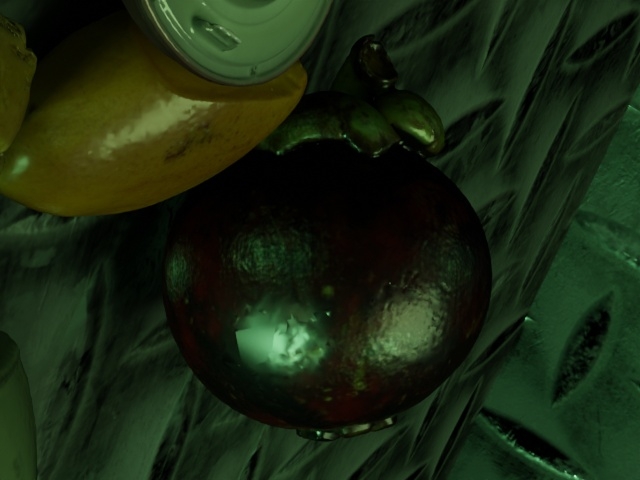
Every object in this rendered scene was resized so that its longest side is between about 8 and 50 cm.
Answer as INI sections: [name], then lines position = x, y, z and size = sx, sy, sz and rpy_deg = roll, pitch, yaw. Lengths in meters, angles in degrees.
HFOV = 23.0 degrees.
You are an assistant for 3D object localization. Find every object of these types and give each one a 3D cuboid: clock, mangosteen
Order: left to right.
[clock]
position = -0.051, -0.217, 0.989
size = 0.244, 0.056, 0.244
rpy_deg = -9, 101, -57
[mangosteen]
position = 0.008, 0.018, 1.358
size = 0.311, 0.311, 0.311
rpy_deg = -49, 161, -24

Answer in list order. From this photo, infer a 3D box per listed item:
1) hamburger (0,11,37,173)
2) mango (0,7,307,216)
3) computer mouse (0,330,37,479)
[hamburger]
position = -0.258, -0.025, 0.818
size = 0.262, 0.124, 0.131
rpy_deg = -58, 162, -2
[mango]
position = -0.119, -0.093, 1.070
size = 0.252, 0.126, 0.154
rpy_deg = -32, 172, -36
[computer mouse]
position = -0.280, 0.205, 0.921
size = 0.429, 0.145, 0.228
rpy_deg = -39, -162, 35
